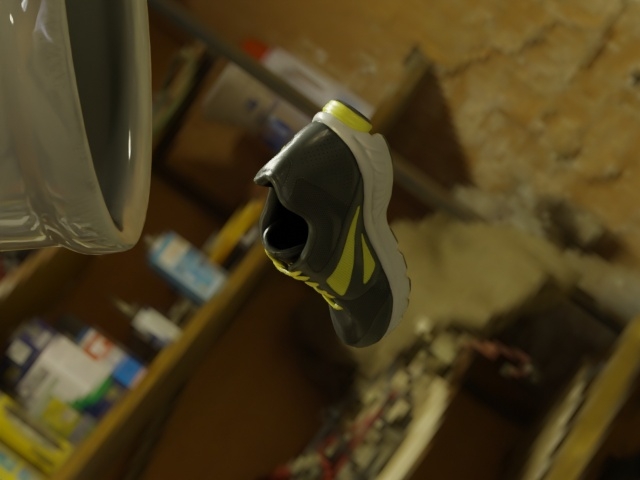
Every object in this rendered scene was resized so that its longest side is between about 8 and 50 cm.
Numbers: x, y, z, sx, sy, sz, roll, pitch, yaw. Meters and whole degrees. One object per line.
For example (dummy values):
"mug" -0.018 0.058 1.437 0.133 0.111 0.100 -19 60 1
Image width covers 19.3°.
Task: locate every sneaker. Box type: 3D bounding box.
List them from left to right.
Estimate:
"sneaker" 0.000 0.000 0.498 0.035 0.031 0.083 -31 -43 -21

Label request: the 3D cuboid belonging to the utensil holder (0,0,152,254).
"utensil holder" -0.315 -0.142 1.124 0.327 0.385 0.327 -4 -90 -87
